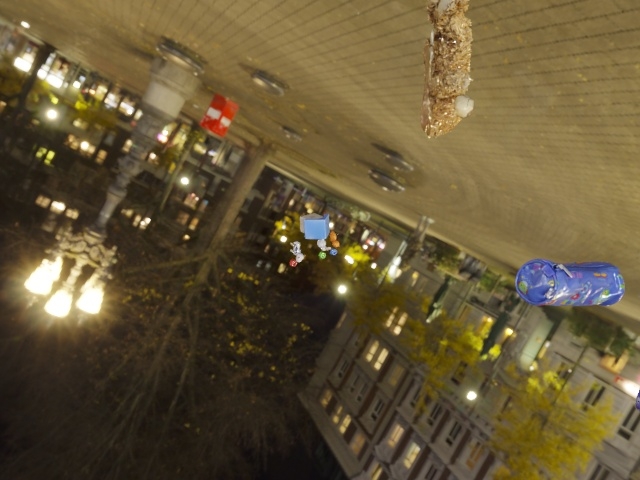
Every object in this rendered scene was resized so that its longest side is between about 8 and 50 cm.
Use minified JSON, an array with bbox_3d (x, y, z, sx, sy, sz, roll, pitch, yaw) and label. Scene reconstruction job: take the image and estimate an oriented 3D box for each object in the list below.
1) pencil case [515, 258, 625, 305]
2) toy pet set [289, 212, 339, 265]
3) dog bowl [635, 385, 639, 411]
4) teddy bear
[{"bbox_3d":[0.652,0.107,1.370,0.306,0.133,0.119,4,-129,-28],"label":"pencil case"},{"bbox_3d":[0.000,0.000,1.120,0.122,0.114,0.065,-16,-155,-32],"label":"toy pet set"},{"bbox_3d":[0.933,0.357,1.362,0.265,0.264,0.104,26,-174,-45],"label":"dog bowl"},{"bbox_3d":[0.292,-0.400,1.175,0.113,0.337,0.245,-3,-167,-1],"label":"teddy bear"}]
